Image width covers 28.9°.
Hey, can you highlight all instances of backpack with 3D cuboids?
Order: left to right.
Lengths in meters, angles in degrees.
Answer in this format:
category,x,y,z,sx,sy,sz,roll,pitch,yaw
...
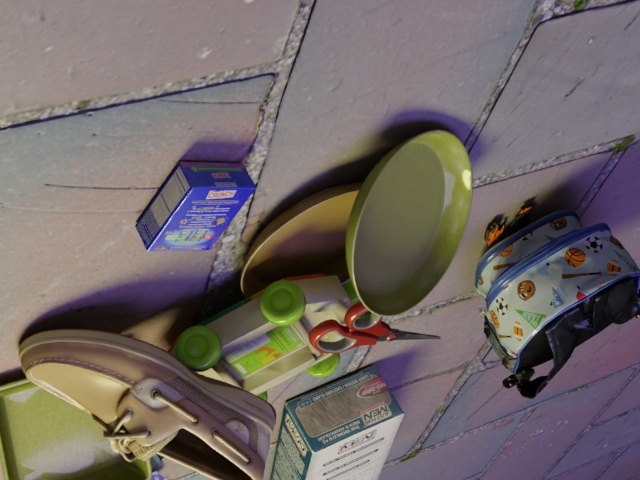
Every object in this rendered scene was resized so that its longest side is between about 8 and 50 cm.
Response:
category,x,y,z,sx,sy,sz,roll,pitch,yaw
backpack,0.361,0.075,1.879,0.276,0.213,0.263,-35,168,-6

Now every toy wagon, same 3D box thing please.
category,x,y,z,sx,sy,sz,roll,pitch,yaw
toy wagon,-0.042,0.125,1.638,0.344,0.068,0.267,-29,156,-1

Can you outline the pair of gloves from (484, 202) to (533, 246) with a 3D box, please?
category,x,y,z,sx,sy,sz,roll,pitch,yaw
pair of gloves,0.279,-0.024,1.848,0.083,0.010,0.074,-29,157,-9

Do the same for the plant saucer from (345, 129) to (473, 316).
category,x,y,z,sx,sy,sz,roll,pitch,yaw
plant saucer,0.104,-0.024,1.530,0.241,0.037,0.241,-29,131,-41

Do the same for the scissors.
category,x,y,z,sx,sy,sz,roll,pitch,yaw
scissors,0.076,0.130,1.675,0.109,0.021,0.297,-37,156,11

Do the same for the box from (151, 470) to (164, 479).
category,x,y,z,sx,sy,sz,roll,pitch,yaw
box,-0.312,0.392,1.935,0.136,0.028,0.081,-31,154,-6

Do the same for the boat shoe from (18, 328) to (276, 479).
category,x,y,z,sx,sy,sz,roll,pitch,yaw
boat shoe,-0.203,0.204,1.486,0.341,0.110,0.122,24,143,-24

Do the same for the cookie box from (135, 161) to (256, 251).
category,x,y,z,sx,sy,sz,roll,pitch,yaw
cookie box,-0.136,-0.036,1.354,0.092,0.040,0.107,-1,141,-45

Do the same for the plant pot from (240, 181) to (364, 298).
category,x,y,z,sx,sy,sz,roll,pitch,yaw
plant pot,0.000,0.000,1.573,0.236,0.032,0.236,-24,153,-13

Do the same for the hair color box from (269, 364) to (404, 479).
category,x,y,z,sx,sy,sz,roll,pitch,yaw
hair color box,0.020,0.362,2.143,0.174,0.105,0.347,-21,153,-20

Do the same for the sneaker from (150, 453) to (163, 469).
category,x,y,z,sx,sy,sz,roll,pitch,yaw
sneaker,-0.287,0.265,1.684,0.163,0.086,0.226,-36,147,-9

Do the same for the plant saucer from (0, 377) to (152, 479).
category,x,y,z,sx,sy,sz,roll,pitch,yaw
plant saucer,-0.316,0.240,1.558,0.188,0.045,0.188,-15,109,-29
